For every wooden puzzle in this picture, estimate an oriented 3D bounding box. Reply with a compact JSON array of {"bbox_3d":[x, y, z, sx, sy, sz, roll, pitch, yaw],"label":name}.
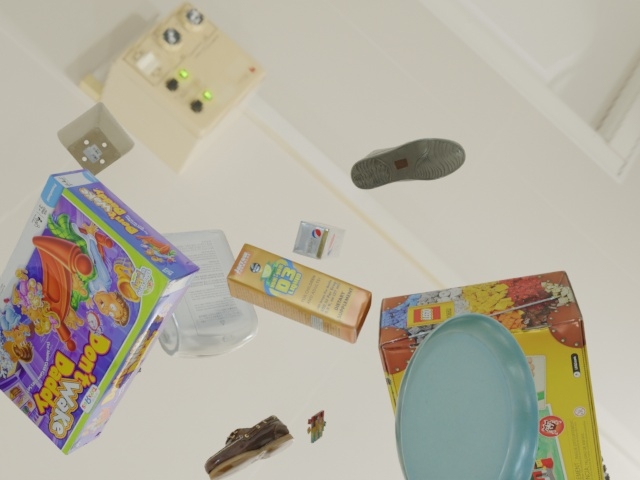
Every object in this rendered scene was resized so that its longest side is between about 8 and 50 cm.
[{"bbox_3d":[-0.005,0.343,1.557,0.083,0.006,0.049,-12,104,-66],"label":"wooden puzzle"}]

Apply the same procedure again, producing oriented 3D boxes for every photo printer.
[{"bbox_3d":[-0.293,0.130,2.001,0.256,0.307,0.107,-7,157,-44],"label":"photo printer"}]

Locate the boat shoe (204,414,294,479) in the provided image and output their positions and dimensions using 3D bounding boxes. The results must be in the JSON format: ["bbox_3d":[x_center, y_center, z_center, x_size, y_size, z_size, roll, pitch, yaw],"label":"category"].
[{"bbox_3d":[-0.145,0.393,1.612,0.207,0.073,0.073,-12,146,-48],"label":"boat shoe"}]

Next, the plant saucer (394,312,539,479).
[{"bbox_3d":[0.211,0.265,1.232,0.043,0.317,0.317,-9,-147,48],"label":"plant saucer"}]

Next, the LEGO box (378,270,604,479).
[{"bbox_3d":[0.347,0.347,1.682,0.372,0.500,0.193,-9,-158,11],"label":"LEGO box"}]

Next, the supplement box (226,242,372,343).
[{"bbox_3d":[-0.036,0.087,1.398,0.080,0.233,0.078,83,29,-65],"label":"supplement box"}]

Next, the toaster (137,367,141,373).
[{"bbox_3d":[-0.512,0.302,1.878,0.186,0.110,0.168,-51,-149,-13],"label":"toaster"}]

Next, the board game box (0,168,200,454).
[{"bbox_3d":[-0.355,0.105,1.228,0.347,0.233,0.078,-57,165,23],"label":"board game box"}]

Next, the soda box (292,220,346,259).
[{"bbox_3d":[0.000,0.000,1.899,0.216,0.069,0.074,-1,107,-78],"label":"soda box"}]

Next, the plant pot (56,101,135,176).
[{"bbox_3d":[-0.425,-0.180,1.597,0.109,0.109,0.096,-35,-155,2],"label":"plant pot"}]

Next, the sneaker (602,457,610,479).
[{"bbox_3d":[0.628,0.573,2.112,0.162,0.281,0.106,-20,157,15],"label":"sneaker"}]

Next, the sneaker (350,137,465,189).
[{"bbox_3d":[0.170,-0.161,1.648,0.222,0.083,0.118,-9,-165,10],"label":"sneaker"}]
